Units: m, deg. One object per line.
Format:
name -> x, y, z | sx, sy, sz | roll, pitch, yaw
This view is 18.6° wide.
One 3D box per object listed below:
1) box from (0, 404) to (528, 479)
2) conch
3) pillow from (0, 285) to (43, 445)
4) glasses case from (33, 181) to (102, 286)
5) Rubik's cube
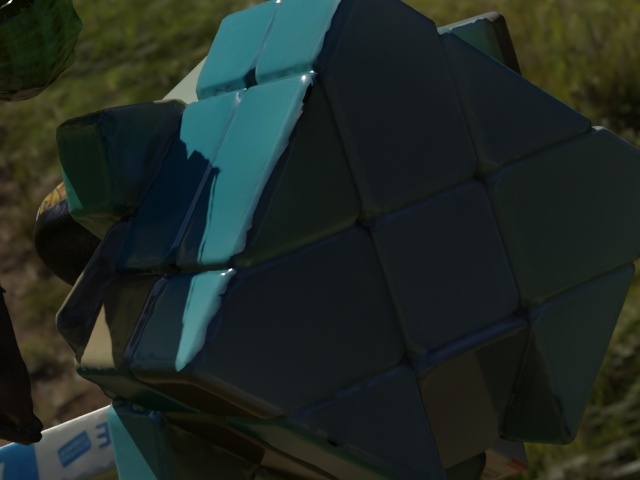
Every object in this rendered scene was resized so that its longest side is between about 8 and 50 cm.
box -> -0.044, 0.140, 1.188 | 0.273, 0.265, 0.048 | -21, 66, 19
conch -> -0.143, -0.099, 0.865 | 0.089, 0.074, 0.121 | -51, -4, 40
pillow -> -0.165, -0.010, 0.708 | 0.034, 0.135, 0.211 | -52, 32, 21
glasses case -> -0.082, -0.044, 1.463 | 0.321, 0.122, 0.082 | -28, 42, 32
Rubik's cube -> 0.000, 0.000, 0.864 | 0.213, 0.224, 0.265 | -6, 58, 62
